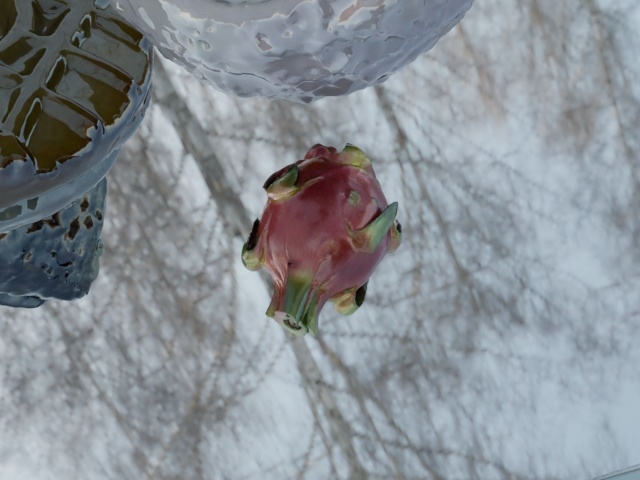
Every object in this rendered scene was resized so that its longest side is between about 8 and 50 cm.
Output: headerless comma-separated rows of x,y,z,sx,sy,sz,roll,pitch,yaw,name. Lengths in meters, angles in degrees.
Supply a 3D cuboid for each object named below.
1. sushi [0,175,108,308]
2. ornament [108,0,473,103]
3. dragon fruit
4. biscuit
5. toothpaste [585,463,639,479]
-0.289,-0.043,1.214,0.182,0.196,0.343,-5,-166,-25,sushi
-0.017,-0.210,0.853,0.259,0.259,0.225,-10,-171,18,ornament
-0.002,0.000,0.848,0.081,0.086,0.116,-27,-154,56,dragon fruit
-0.274,-0.134,0.990,0.332,0.103,0.332,11,-133,-12,biscuit
0.234,0.105,0.649,0.336,0.081,0.067,-25,-105,38,toothpaste
